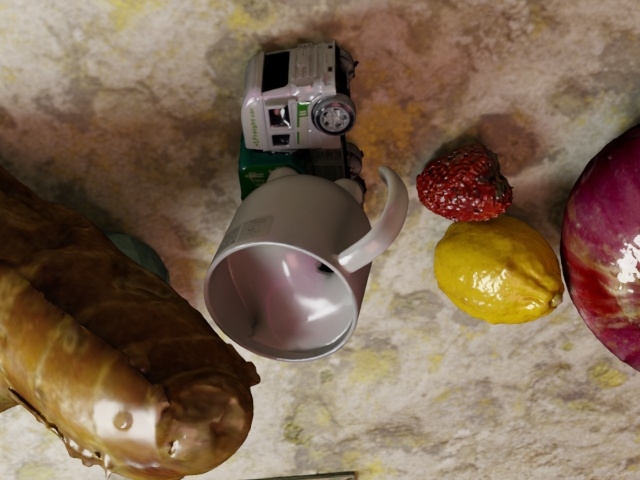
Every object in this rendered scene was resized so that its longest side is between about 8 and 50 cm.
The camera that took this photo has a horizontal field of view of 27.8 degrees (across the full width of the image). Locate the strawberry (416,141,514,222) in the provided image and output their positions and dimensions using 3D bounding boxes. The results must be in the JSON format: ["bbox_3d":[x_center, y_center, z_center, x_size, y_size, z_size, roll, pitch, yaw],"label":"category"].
[{"bbox_3d":[0.143,-0.055,1.306,0.096,0.083,0.083,-9,137,36],"label":"strawberry"}]

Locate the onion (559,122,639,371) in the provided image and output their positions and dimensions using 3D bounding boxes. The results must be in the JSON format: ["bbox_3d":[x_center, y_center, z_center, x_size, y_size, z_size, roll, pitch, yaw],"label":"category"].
[{"bbox_3d":[0.361,-0.008,1.311,0.256,0.272,0.230,-36,101,6],"label":"onion"}]

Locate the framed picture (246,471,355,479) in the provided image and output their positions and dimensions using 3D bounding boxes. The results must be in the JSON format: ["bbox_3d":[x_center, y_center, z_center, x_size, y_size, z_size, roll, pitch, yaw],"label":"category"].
[{"bbox_3d":[-0.050,0.379,1.625,0.173,0.010,0.231,-1,126,-13],"label":"framed picture"}]

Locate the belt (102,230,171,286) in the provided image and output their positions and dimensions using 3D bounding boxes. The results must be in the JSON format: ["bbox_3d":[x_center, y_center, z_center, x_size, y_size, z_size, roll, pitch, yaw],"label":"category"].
[{"bbox_3d":[-0.219,0.083,1.317,0.151,0.078,0.198,4,124,-15],"label":"belt"}]

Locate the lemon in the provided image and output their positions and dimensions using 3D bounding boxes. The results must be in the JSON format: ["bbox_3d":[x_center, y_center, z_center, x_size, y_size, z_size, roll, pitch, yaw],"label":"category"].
[{"bbox_3d":[0.186,0.031,1.338,0.114,0.155,0.114,-23,123,-39],"label":"lemon"}]

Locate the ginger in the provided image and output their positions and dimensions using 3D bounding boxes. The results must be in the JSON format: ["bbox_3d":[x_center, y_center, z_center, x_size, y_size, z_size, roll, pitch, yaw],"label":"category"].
[{"bbox_3d":[-0.237,0.099,1.148,0.176,0.418,0.254,-22,138,-55],"label":"ginger"}]

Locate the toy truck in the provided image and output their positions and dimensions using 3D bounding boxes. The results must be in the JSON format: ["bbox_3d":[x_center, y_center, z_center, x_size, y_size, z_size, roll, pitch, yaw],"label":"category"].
[{"bbox_3d":[-0.015,-0.063,1.240,0.124,0.114,0.253,-5,128,4],"label":"toy truck"}]

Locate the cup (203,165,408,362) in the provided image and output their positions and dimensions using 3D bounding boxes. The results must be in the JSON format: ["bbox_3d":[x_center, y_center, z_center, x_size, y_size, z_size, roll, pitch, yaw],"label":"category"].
[{"bbox_3d":[-0.012,-0.003,1.126,0.134,0.142,0.173,23,131,-3],"label":"cup"}]
